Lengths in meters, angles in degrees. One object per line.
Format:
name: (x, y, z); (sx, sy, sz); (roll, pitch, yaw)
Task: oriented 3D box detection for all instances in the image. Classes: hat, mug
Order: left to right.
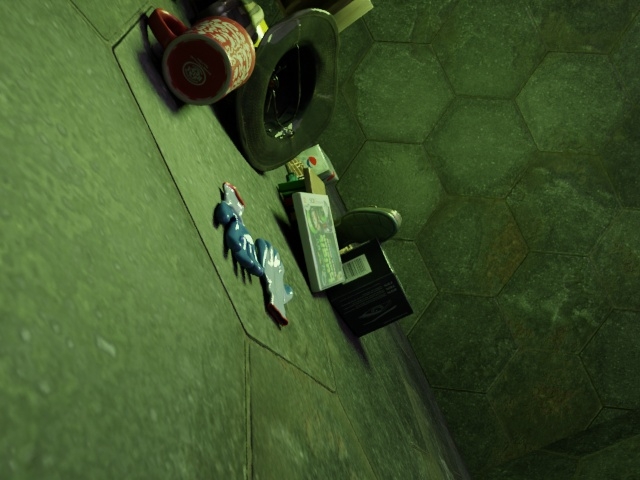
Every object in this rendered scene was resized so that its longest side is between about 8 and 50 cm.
mug: (-0.175, -0.253, 0.805); (0.169, 0.150, 0.113); (-90, -169, -65)
hat: (-0.095, -0.300, 1.113); (0.134, 0.331, 0.331); (24, -13, 25)

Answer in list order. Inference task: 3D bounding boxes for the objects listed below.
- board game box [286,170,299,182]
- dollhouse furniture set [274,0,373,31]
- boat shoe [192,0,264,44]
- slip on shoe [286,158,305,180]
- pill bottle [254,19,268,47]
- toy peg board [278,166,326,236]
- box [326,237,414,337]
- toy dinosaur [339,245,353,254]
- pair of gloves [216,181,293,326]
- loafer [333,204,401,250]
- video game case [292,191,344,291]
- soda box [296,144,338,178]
board game box: (-0.030, -0.073, 1.476); (0.186, 0.026, 0.126); (59, 8, -40)
dollhouse furniture set: (-0.091, -0.563, 1.047); (0.256, 0.362, 0.394); (62, 15, 19)
boat shoe: (-0.209, -0.517, 1.279); (0.130, 0.132, 0.355); (58, 9, -33)
slip on shoe: (-0.058, -0.168, 1.562); (0.135, 0.052, 0.041); (59, -36, 27)
pill bottle: (-0.200, -0.560, 1.550); (0.119, 0.119, 0.208); (-107, 170, -50)
toy peg board: (-0.033, -0.062, 1.283); (0.161, 0.079, 0.160); (32, 49, -75)
box: (0.107, 0.113, 1.317); (0.207, 0.153, 0.108); (58, 9, -51)
toy dinosaur: (0.063, 0.005, 1.804); (0.092, 0.053, 0.183); (57, 10, -40)
pair of gloves: (-0.081, 0.019, 0.756); (0.198, 0.023, 0.159); (59, 9, -36)
loafer: (0.091, -0.039, 1.352); (0.084, 0.268, 0.096); (-43, 108, -38)
video game case: (0.000, 0.000, 1.147); (0.173, 0.022, 0.190); (-8, 86, -71)
soda box: (-0.008, -0.257, 2.047); (0.286, 0.091, 0.098); (13, 52, -81)
